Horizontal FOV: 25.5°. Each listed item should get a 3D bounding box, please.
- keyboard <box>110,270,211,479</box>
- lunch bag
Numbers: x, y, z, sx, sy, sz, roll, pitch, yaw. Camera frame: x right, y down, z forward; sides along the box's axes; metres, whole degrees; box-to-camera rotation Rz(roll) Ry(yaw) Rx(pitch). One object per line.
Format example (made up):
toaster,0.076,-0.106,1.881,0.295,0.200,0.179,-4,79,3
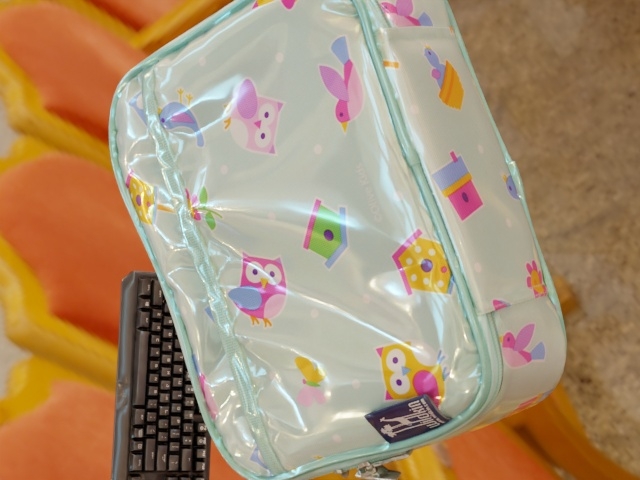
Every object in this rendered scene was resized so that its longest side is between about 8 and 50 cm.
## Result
keyboard,-0.099,0.115,1.044,0.023,0.108,0.180,-5,81,57
lunch bag,0.000,0.000,0.803,0.224,0.108,0.279,-23,83,35
